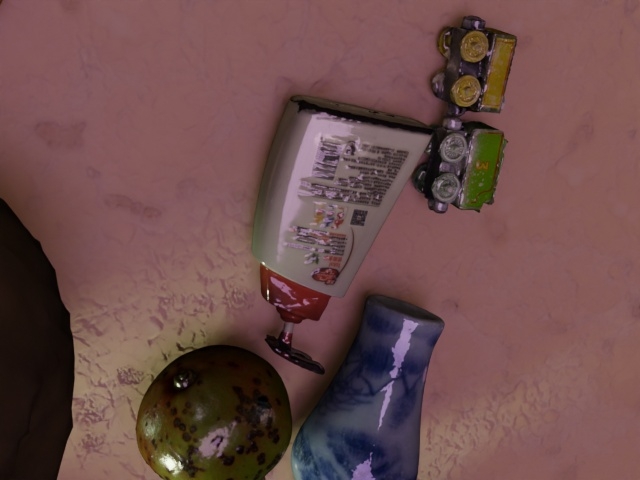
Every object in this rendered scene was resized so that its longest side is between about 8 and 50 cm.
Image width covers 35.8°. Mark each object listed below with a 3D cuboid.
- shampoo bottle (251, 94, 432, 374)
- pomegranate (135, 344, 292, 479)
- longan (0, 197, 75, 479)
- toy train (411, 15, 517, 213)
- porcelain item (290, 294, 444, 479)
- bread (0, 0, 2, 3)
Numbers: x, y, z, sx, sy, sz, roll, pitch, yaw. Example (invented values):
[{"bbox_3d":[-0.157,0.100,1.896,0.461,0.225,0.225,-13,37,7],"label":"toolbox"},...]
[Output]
[{"bbox_3d":[0.000,0.000,1.010,0.153,0.071,0.284,11,109,-21],"label":"shampoo bottle"},{"bbox_3d":[-0.102,0.198,1.017,0.159,0.159,0.205,-28,140,-4],"label":"pomegranate"},{"bbox_3d":[-0.391,0.150,0.775,0.436,0.404,0.404,-47,115,2],"label":"longan"},{"bbox_3d":[0.151,-0.125,1.012,0.081,0.060,0.202,1,110,-24],"label":"toy train"},{"bbox_3d":[0.052,0.192,1.067,0.141,0.141,0.259,16,95,-21],"label":"porcelain item"},{"bbox_3d":[-0.393,-0.265,0.788,0.142,0.091,0.305,-40,115,7],"label":"bread"}]
